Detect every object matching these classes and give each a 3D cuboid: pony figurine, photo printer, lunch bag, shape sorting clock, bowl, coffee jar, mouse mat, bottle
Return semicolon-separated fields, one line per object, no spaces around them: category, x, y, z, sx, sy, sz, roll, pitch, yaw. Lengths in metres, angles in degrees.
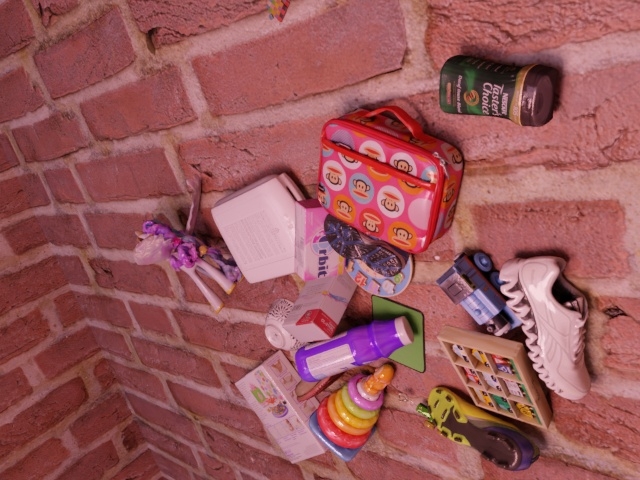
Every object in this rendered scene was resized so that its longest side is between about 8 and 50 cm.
pony figurine;-0.392;0.028;1.749;0.363;0.303;0.351;38;149;-1
photo printer;-0.128;-0.029;1.525;0.307;0.107;0.256;-18;102;50
lunch bag;0.134;-0.137;1.179;0.293;0.120;0.258;27;129;30
shape sorting clock;0.122;0.038;1.363;0.206;0.040;0.206;26;133;32
bowl;-0.109;0.260;1.727;0.170;0.080;0.170;26;132;33
coffee jar;0.288;-0.243;0.965;0.184;0.079;0.096;20;129;36
mouse mat;0.190;0.228;1.451;0.152;0.007;0.190;18;129;37
bottle;0.082;0.257;1.417;0.282;0.118;0.092;-23;75;18

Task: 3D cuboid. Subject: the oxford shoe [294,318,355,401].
oxford shoe;0.008;0.325;1.629;0.130;0.123;0.348;49;130;14

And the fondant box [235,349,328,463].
fondant box;-0.109;0.539;1.907;0.330;0.096;0.238;52;141;4

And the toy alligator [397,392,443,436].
toy alligator;0.278;0.433;1.468;0.189;0.056;0.051;27;173;32

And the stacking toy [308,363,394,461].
stacking toy;0.108;0.424;1.577;0.165;0.175;0.302;41;127;15

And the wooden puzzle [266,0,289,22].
wooden puzzle;-0.090;-0.494;1.245;0.049;0.006;0.083;48;141;10

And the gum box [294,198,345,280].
gum box;0.000;0.000;1.374;0.062;0.107;0.189;-140;47;-57

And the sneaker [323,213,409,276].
sneaker;0.097;0.005;1.286;0.211;0.081;0.080;35;124;21

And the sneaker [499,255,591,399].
sneaker;0.434;0.160;1.078;0.118;0.110;0.292;-20;101;42

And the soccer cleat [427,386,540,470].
soccer cleat;0.359;0.423;1.339;0.289;0.121;0.094;26;104;54

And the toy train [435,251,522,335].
toy train;0.316;0.106;1.155;0.184;0.105;0.080;50;141;9

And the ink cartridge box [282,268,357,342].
ink cartridge box;0.002;0.156;1.457;0.072;0.175;0.127;44;146;-21

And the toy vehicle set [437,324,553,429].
toy vehicle set;0.360;0.280;1.210;0.165;0.035;0.267;8;143;43
